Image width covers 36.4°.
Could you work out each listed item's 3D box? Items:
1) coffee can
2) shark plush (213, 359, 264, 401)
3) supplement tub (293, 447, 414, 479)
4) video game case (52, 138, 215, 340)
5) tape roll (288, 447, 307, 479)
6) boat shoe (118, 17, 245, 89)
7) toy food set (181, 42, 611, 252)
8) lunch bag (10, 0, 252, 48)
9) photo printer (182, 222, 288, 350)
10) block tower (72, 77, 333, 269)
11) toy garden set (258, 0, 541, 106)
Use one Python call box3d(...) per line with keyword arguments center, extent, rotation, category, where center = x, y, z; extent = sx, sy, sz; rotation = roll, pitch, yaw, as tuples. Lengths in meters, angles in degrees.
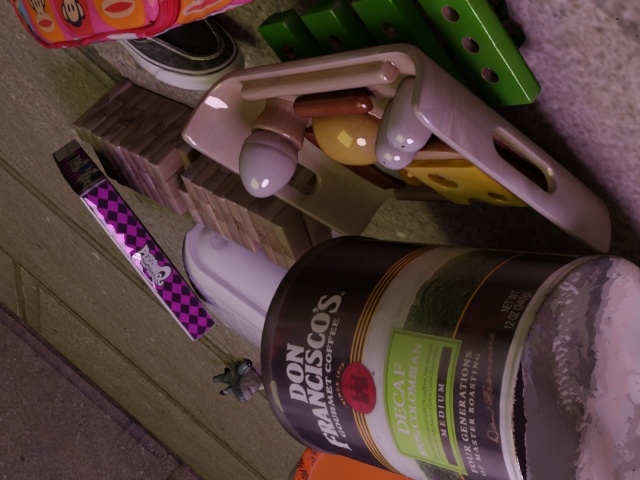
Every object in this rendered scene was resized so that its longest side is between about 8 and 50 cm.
box3d(center=(0.112, 0.102, 0.794), extent=(0.275, 0.201, 0.201), rotation=(4, 137, 50), category="coffee can")
box3d(center=(-0.161, 0.253, 1.763), extent=(0.161, 0.067, 0.073), rotation=(12, 143, 49), category="shark plush")
box3d(center=(0.110, 0.317, 1.162), extent=(0.207, 0.207, 0.338), rotation=(27, 173, 31), category="supplement tub")
box3d(center=(-0.233, -0.004, 1.200), extent=(0.232, 0.042, 0.210), rotation=(57, 171, -27), category="video game case")
box3d(center=(0.124, 0.451, 1.515), extent=(0.392, 0.072, 0.392), rotation=(34, 176, 3), category="tape roll")
box3d(center=(-0.165, -0.218, 0.928), extent=(0.219, 0.078, 0.070), rotation=(33, 157, 22), category="boat shoe")
box3d(center=(0.050, -0.051, 0.778), extent=(0.220, 0.092, 0.306), rotation=(30, 166, -34), category="toy food set")
box3d(center=(-0.180, -0.288, 0.752), extent=(0.293, 0.120, 0.258), rotation=(10, 122, 52), category="lunch bag")
box3d(center=(-0.035, 0.091, 1.208), extent=(0.307, 0.107, 0.256), rotation=(34, 165, 16), category="photo printer")
box3d(center=(-0.129, -0.077, 1.104), extent=(0.335, 0.091, 0.097), rotation=(27, 153, 31), category="block tower")
box3d(center=(0.032, -0.185, 0.725), extent=(0.204, 0.049, 0.244), rotation=(51, 156, -25), category="toy garden set")
